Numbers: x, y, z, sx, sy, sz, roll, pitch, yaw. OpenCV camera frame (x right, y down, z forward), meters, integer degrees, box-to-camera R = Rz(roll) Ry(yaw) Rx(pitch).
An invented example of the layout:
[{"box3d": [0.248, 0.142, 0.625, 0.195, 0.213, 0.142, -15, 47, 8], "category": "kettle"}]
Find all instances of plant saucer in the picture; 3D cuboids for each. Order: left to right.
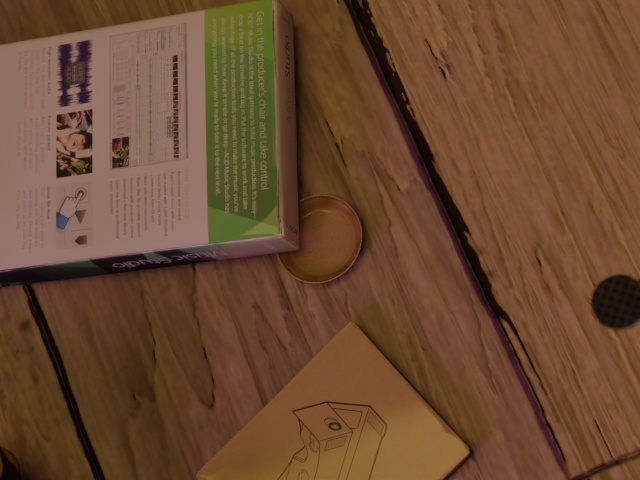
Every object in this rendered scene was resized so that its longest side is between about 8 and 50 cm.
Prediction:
[{"box3d": [0.000, 0.000, 1.737, 0.083, 0.015, 0.083, -5, 75, 17], "category": "plant saucer"}]

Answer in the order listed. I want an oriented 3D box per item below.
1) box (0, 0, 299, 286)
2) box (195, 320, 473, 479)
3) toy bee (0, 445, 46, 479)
[{"box3d": [-0.177, -0.088, 1.787, 0.322, 0.058, 0.232, -7, 74, 21], "category": "box"}, {"box3d": [0.009, 0.197, 1.682, 0.201, 0.021, 0.164, -44, 68, 4], "category": "box"}, {"box3d": [-0.331, 0.245, 1.716, 0.298, 0.162, 0.195, -30, 46, 45], "category": "toy bee"}]
